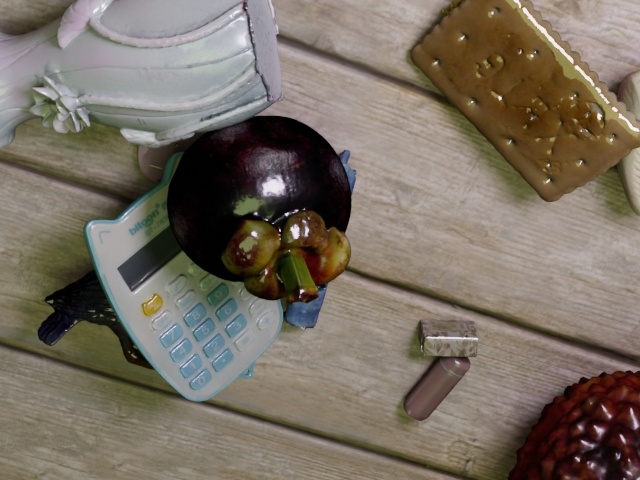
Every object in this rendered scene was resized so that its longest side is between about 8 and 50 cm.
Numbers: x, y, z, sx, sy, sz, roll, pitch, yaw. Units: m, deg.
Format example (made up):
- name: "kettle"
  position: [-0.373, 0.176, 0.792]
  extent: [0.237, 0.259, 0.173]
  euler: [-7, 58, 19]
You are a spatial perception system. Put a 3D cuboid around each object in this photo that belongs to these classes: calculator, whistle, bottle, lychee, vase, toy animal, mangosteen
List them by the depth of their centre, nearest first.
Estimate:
- name: "vase"
  position: [-0.284, -0.248, 1.647]
  extent: [0.445, 0.250, 0.250]
  euler: [-8, 119, 11]
- name: "mangosteen"
  position: [-0.074, -0.030, 1.711]
  extent: [0.275, 0.302, 0.275]
  euler: [-19, 146, -13]
- name: "calculator"
  position: [-0.225, -0.158, 1.819]
  extent: [0.103, 0.024, 0.166]
  euler: [16, 118, -11]
- name: "calculator"
  position: [-0.201, 0.071, 1.848]
  extent: [0.256, 0.054, 0.386]
  euler: [-42, 117, -24]
- name: "whistle"
  position: [0.000, 0.000, 1.896]
  extent: [0.062, 0.062, 0.304]
  euler: [11, 118, -8]
- name: "toy animal"
  position: [-0.303, 0.104, 1.905]
  extent: [0.298, 0.122, 0.185]
  euler: [-1, 123, -11]
- name: "lychee"
  position: [0.518, 0.459, 1.967]
  extent: [0.424, 0.424, 0.500]
  euler: [-8, 103, 2]
- name: "bottle"
  position: [0.200, 0.247, 2.042]
  extent: [0.053, 0.053, 0.140]
  euler: [29, 113, -17]

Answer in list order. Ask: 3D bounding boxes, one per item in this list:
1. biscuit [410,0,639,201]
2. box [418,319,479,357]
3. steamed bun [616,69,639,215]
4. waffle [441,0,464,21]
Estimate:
- name: "biscuit"
  position: [0.297, -0.210, 1.717]
  extent: [0.325, 0.044, 0.217]
  euler: [47, 133, -7]
- name: "box"
  position: [0.215, 0.164, 1.992]
  extent: [0.098, 0.062, 0.045]
  euler: [2, 117, -2]
- name: "steamed bun"
  position: [0.519, -0.163, 1.788]
  extent: [0.169, 0.153, 0.239]
  euler: [-12, 133, 0]
- name: "waffle"
  position: [0.218, -0.319, 1.757]
  extent: [0.078, 0.016, 0.085]
  euler: [0, 118, 2]
